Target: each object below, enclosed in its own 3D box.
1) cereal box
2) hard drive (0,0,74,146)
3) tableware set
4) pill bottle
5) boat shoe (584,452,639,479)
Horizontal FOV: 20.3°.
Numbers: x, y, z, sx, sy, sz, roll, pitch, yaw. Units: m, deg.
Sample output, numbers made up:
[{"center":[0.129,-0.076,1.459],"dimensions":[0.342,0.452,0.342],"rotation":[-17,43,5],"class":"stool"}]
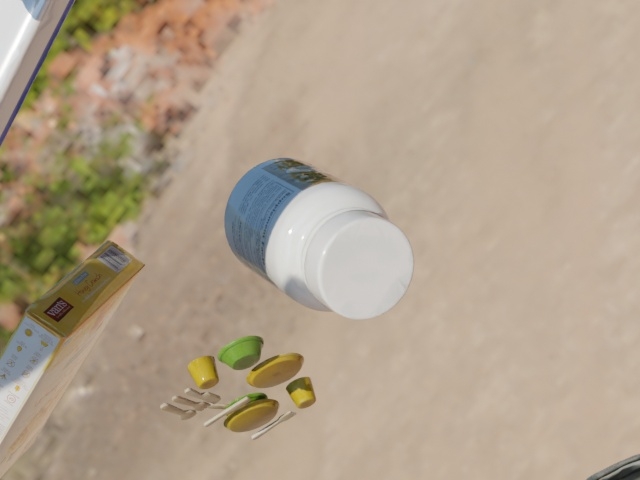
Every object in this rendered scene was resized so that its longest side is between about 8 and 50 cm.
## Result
[{"center":[-0.256,0.126,1.586],"dimensions":[0.240,0.047,0.173],"rotation":[-57,-3,28],"class":"cereal box"},{"center":[-0.311,-0.169,1.445],"dimensions":[0.040,0.210,0.318],"rotation":[15,-74,-59],"class":"hard drive"},{"center":[-0.054,0.112,1.409],"dimensions":[0.104,0.154,0.024],"rotation":[-33,61,18],"class":"tableware set"},{"center":[0.000,0.000,1.800],"dimensions":[0.131,0.131,0.229],"rotation":[-53,27,-3],"class":"pill bottle"},{"center":[0.359,0.234,1.602],"dimensions":[0.121,0.335,0.119],"rotation":[55,145,34],"class":"boat shoe"}]
